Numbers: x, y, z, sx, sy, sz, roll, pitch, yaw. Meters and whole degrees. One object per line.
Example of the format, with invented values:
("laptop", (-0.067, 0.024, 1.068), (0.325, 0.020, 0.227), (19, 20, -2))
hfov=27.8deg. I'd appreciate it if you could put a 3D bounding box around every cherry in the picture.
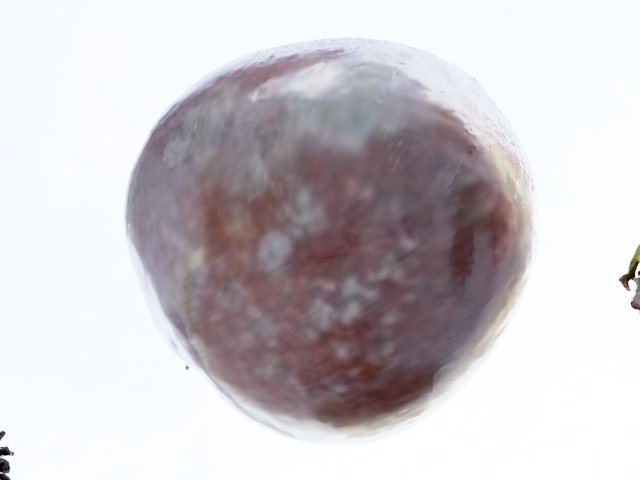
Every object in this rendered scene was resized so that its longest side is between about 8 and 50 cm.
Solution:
("cherry", (0.000, 0.000, 0.763), (0.236, 0.213, 0.285), (38, -52, -13))

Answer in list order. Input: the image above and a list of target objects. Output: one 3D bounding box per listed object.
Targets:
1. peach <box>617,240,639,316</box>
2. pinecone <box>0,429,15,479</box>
("peach", (0.201, -0.027, 0.569), (0.092, 0.127, 0.172), (-21, -70, -60))
("pinecone", (-0.244, 0.149, 0.797), (0.109, 0.102, 0.102), (-20, -46, -45))
